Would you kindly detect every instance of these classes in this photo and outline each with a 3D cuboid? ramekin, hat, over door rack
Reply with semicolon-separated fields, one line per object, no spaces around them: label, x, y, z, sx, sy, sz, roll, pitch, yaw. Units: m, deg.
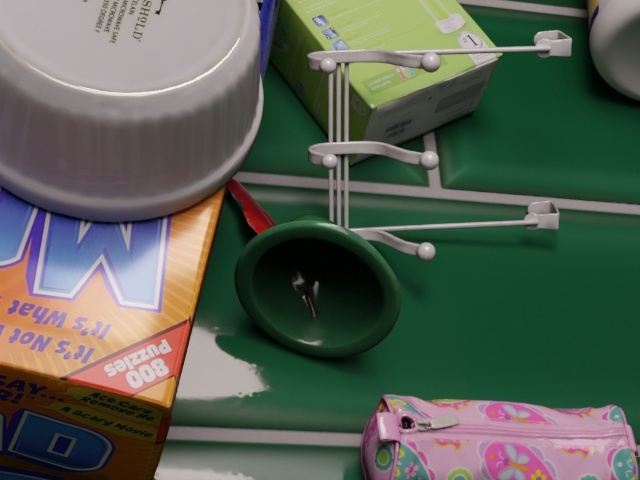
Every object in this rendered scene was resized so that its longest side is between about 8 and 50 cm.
ramekin;-0.172;-0.160;1.018;0.273;0.127;0.272;7;56;-10
hat;0.000;0.000;1.397;0.208;0.173;0.183;43;30;-17
over door rack;0.147;-0.108;1.428;0.324;0.239;0.108;-7;22;-18

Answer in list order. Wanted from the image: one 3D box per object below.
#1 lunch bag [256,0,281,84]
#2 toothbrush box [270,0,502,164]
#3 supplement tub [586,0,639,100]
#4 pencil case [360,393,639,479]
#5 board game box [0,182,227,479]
lunch bag;-0.134;-0.317;1.347;0.239;0.385;0.328;9;24;-10
toothbrush box;0.054;-0.264;1.580;0.206;0.122;0.283;-26;68;-27
supplement tub;0.477;-0.375;1.689;0.241;0.241;0.331;10;56;-8
pencil case;0.182;0.223;1.298;0.284;0.124;0.124;5;57;-12
board game box;-0.290;0.031;1.158;0.356;0.356;0.356;15;55;-5
